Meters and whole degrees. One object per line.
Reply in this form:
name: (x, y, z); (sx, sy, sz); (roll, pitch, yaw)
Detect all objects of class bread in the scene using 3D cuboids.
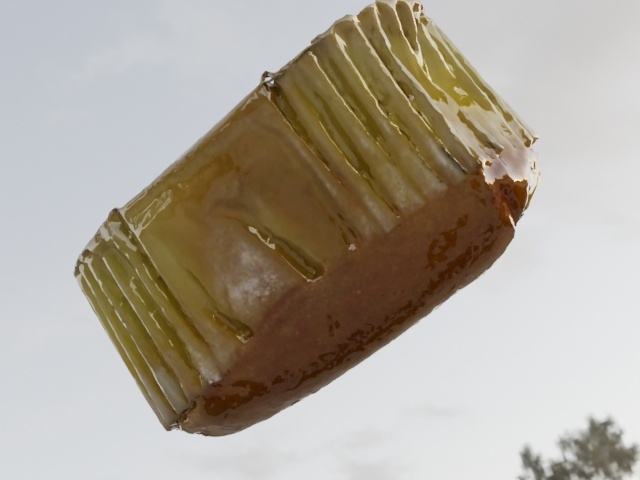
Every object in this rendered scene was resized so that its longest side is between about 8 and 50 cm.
bread: (0.000, 0.000, 0.603); (0.288, 0.156, 0.204); (-38, -7, 6)
